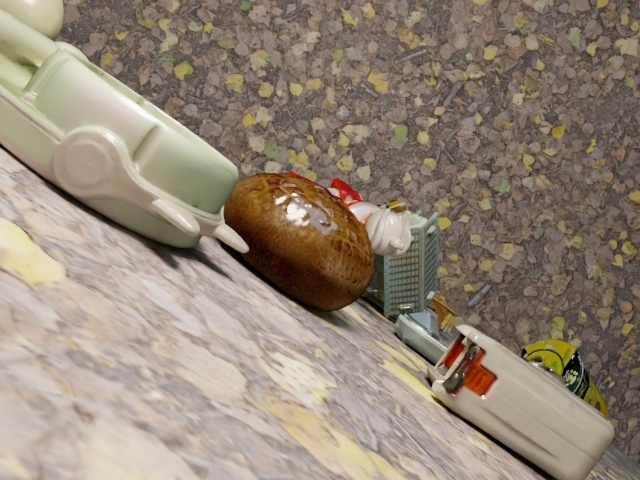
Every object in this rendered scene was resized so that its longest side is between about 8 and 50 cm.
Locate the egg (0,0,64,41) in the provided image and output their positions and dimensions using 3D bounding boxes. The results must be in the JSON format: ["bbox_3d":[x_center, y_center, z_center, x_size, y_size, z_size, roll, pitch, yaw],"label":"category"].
[{"bbox_3d":[-0.552,-0.418,1.024,0.253,0.186,0.186,33,2,18],"label":"egg"}]

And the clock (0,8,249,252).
[{"bbox_3d":[-0.210,-0.100,0.648,0.324,0.108,0.265,37,3,16],"label":"clock"}]

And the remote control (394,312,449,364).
[{"bbox_3d":[0.248,0.230,1.171,0.247,0.052,0.104,36,2,20],"label":"remote control"}]

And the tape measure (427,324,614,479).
[{"bbox_3d":[0.287,0.229,0.901,0.258,0.130,0.265,33,3,-3],"label":"tape measure"}]

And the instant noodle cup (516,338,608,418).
[{"bbox_3d":[0.643,0.411,1.591,0.236,0.215,0.215,44,-1,-27],"label":"instant noodle cup"}]

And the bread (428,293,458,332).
[{"bbox_3d":[0.343,0.213,2.017,0.241,0.107,0.136,34,6,-25],"label":"bread"}]

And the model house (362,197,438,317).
[{"bbox_3d":[0.168,0.034,1.412,0.199,0.224,0.215,-18,30,-27],"label":"model house"}]

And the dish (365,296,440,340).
[{"bbox_3d":[0.218,0.169,1.553,0.243,0.080,0.182,36,3,-1],"label":"dish"}]

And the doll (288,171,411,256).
[{"bbox_3d":[0.068,-0.063,1.263,0.189,0.099,0.384,5,17,-29],"label":"doll"}]

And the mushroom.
[{"bbox_3d":[-0.034,-0.008,0.877,0.253,0.153,0.253,31,13,-8],"label":"mushroom"}]
